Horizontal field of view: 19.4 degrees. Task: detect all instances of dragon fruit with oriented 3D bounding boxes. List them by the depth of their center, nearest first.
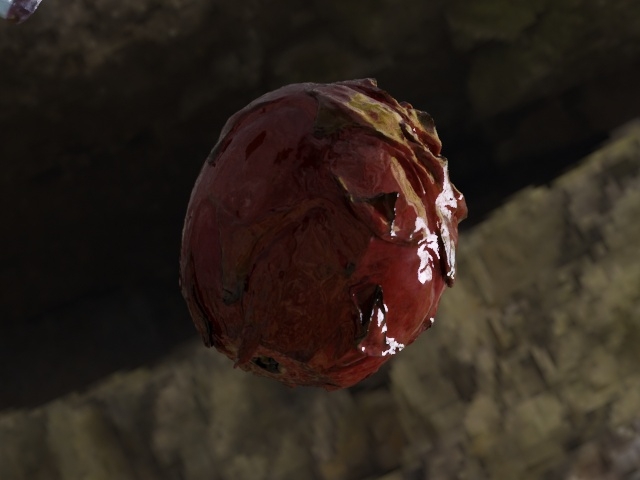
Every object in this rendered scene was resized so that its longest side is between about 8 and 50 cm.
[{"bbox_3d":[0.002,-0.005,1.473,0.252,0.241,0.241,-61,164,5],"label":"dragon fruit"}]

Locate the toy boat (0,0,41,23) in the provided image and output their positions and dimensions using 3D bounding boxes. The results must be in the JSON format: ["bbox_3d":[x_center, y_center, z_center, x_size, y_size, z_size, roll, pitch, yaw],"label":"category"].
[{"bbox_3d":[-0.140,-0.181,0.935,0.080,0.046,0.229,-29,-148,30],"label":"toy boat"}]
